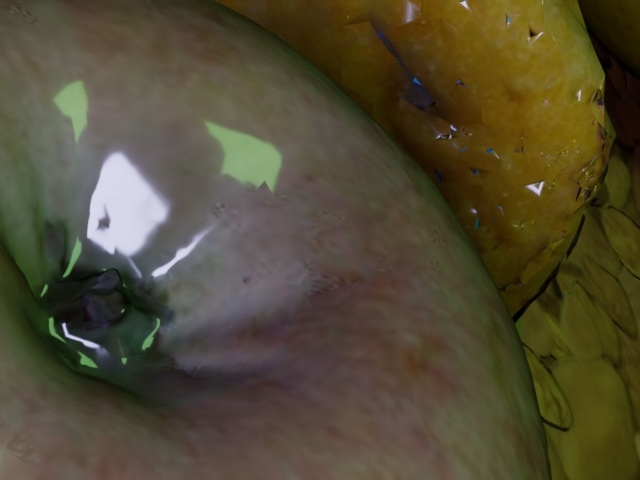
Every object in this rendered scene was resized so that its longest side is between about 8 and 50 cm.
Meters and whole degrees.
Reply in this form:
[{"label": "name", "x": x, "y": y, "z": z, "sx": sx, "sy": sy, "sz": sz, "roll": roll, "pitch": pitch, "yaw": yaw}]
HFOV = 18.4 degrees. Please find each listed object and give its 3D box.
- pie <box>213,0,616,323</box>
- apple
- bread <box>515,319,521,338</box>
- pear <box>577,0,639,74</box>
[{"label": "pie", "x": -0.037, "y": -0.045, "z": 0.679, "sx": 0.273, "sy": 0.273, "sz": 0.069, "roll": 54, "pitch": 20, "yaw": -8}, {"label": "apple", "x": -0.087, "y": 0.069, "z": 0.507, "sx": 0.345, "sy": 0.269, "sz": 0.345, "roll": 34, "pitch": 40, "yaw": -33}, {"label": "bread", "x": 0.003, "y": 0.014, "z": 0.816, "sx": 0.156, "sy": 0.158, "sz": 0.261, "roll": 52, "pitch": 30, "yaw": -54}, {"label": "pear", "x": 0.248, "y": -0.231, "z": 1.315, "sx": 0.340, "sy": 0.191, "sz": 0.386, "roll": 15, "pitch": 52, "yaw": -44}]
